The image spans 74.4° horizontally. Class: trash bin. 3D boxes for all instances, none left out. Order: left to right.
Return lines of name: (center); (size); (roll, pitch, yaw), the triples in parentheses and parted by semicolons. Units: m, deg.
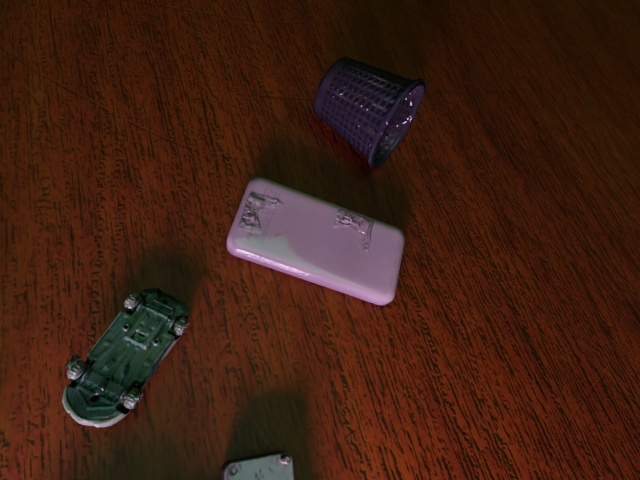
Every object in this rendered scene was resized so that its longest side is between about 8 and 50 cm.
trash bin: (0.081, -0.250, 0.778); (0.161, 0.175, 0.175); (35, 59, 12)

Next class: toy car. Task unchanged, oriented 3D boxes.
toy car: (-0.244, 0.144, 0.537); (0.093, 0.058, 0.186); (28, 48, -3)

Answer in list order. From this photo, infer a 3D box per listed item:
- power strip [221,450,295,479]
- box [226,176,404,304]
power strip: (-0.090, 0.368, 0.478); (0.145, 0.061, 0.216); (-1, 65, -20)
box: (0.000, 0.000, 0.695); (0.284, 0.044, 0.142); (20, 63, -8)
